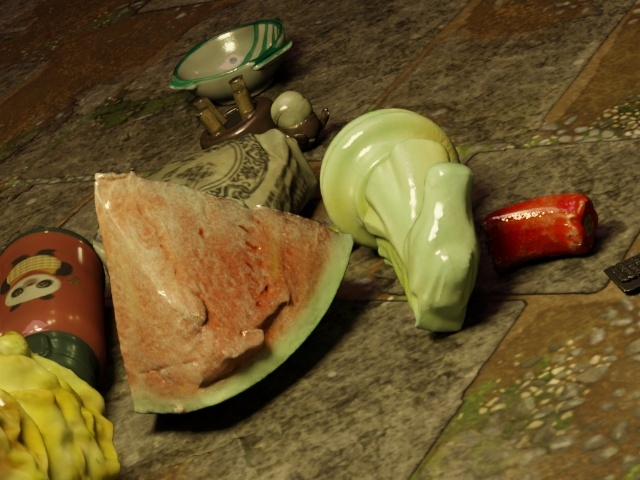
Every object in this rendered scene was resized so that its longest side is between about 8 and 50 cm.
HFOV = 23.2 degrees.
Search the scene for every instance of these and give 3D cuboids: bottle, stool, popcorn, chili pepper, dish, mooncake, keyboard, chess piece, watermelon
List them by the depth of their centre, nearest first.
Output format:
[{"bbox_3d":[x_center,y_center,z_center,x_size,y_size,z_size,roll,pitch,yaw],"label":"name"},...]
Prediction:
[{"bbox_3d":[-0.355,0.227,1.530,0.312,0.312,0.312,-19,26,10],"label":"popcorn"},{"bbox_3d":[0.393,0.000,1.630,0.196,0.015,0.074,-24,25,-2],"label":"keyboard"},{"bbox_3d":[0.243,-0.010,1.718,0.123,0.073,0.070,-11,-5,19],"label":"chili pepper"},{"bbox_3d":[0.109,-0.029,1.746,0.175,0.176,0.298,-25,27,-3],"label":"chess piece"},{"bbox_3d":[-0.165,0.055,1.757,0.250,0.292,0.283,-44,12,50],"label":"watermelon"},{"bbox_3d":[-0.322,0.114,1.879,0.144,0.144,0.336,-23,28,1],"label":"bottle"},{"bbox_3d":[-0.152,-0.038,2.028,0.250,0.136,0.254,-16,26,24],"label":"mooncake"},{"bbox_3d":[-0.093,-0.170,2.257,0.217,0.121,0.125,-14,25,30],"label":"stool"},{"bbox_3d":[-0.128,-0.276,2.530,0.224,0.078,0.246,-37,27,-24],"label":"dish"}]

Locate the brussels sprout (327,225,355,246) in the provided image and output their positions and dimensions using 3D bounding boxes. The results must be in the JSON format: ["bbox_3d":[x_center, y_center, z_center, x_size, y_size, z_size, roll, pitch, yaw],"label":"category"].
[{"bbox_3d":[0.000,0.001,1.926,0.083,0.046,0.051,-5,38,32],"label":"brussels sprout"}]
